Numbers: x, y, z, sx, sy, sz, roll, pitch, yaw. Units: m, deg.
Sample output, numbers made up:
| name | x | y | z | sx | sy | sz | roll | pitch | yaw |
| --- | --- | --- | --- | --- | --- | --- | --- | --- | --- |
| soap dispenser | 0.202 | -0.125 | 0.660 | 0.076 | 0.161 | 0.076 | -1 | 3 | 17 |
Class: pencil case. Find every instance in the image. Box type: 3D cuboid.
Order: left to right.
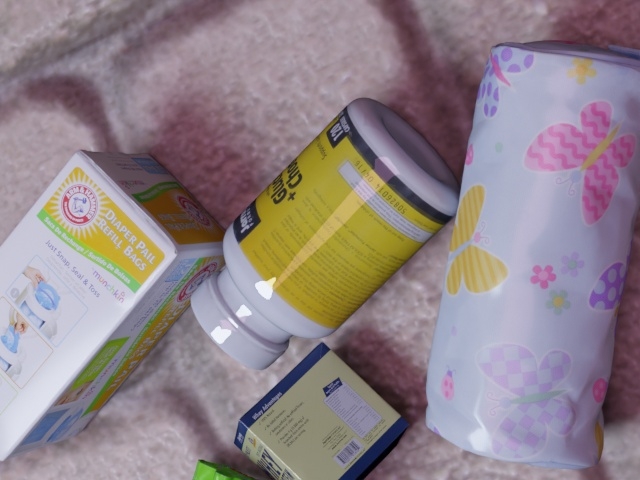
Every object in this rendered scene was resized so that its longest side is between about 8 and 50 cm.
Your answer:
| name | x | y | z | sx | sy | sz | roll | pitch | yaw |
| --- | --- | --- | --- | --- | --- | --- | --- | --- | --- |
| pencil case | 0.145 | 0.008 | 0.937 | 0.124 | 0.113 | 0.273 | 5 | 97 | -22 |

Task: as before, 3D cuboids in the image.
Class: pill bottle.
| name | x | y | z | sx | sy | sz | roll | pitch | yaw |
| --- | --- | --- | --- | --- | --- | --- | --- | --- | --- |
| pill bottle | 0.000 | 0.000 | 0.994 | 0.184 | 0.103 | 0.103 | -45 | 80 | 16 |

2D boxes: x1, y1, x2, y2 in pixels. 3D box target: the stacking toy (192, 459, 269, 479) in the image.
| name | x | y | z | sx | sy | sz | roll | pitch | yaw |
| --- | --- | --- | --- | --- | --- | --- | --- | --- | --- |
| stacking toy | -0.009 | 0.270 | 1.049 | 0.221 | 0.052 | 0.167 | 20 | 98 | 18 |

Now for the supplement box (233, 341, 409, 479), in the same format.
| name | x | y | z | sx | sy | sz | roll | pitch | yaw |
| --- | --- | --- | --- | --- | --- | --- | --- | --- | --- |
| supplement box | 0.000 | 0.132 | 1.009 | 0.083 | 0.056 | 0.083 | 43 | 68 | 12 |

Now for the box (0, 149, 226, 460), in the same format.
| name | x | y | z | sx | sy | sz | roll | pitch | yaw |
| --- | --- | --- | --- | --- | --- | --- | --- | --- | --- |
| box | -0.172 | 0.043 | 1.050 | 0.103 | 0.114 | 0.203 | 45 | 106 | 12 |
